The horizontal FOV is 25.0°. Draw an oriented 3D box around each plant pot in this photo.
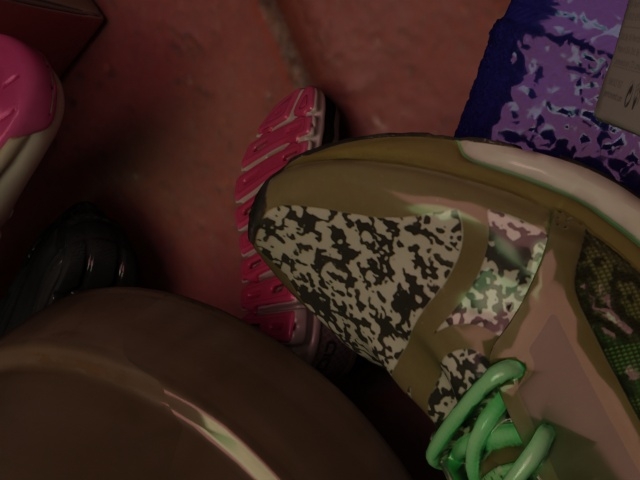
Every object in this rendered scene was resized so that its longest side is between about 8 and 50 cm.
[{"bbox_3d":[-0.136,0.222,0.666,0.323,0.280,0.323,18,123,30],"label":"plant pot"}]

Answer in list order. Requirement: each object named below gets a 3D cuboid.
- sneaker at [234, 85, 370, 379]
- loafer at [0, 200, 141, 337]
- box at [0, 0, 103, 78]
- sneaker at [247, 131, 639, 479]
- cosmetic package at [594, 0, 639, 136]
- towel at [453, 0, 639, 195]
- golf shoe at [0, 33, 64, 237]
[{"bbox_3d":[0.000,0.000,0.776,0.063,0.075,0.170,-27,54,44],"label":"sneaker"},{"bbox_3d":[-0.170,0.079,0.868,0.223,0.076,0.078,-63,28,21],"label":"loafer"},{"bbox_3d":[-0.273,-0.108,0.887,0.232,0.127,0.148,-47,69,21],"label":"box"},{"bbox_3d":[0.114,0.109,0.588,0.410,0.182,0.158,36,142,15],"label":"sneaker"},{"bbox_3d":[0.246,-0.117,0.514,0.224,0.138,0.224,14,98,-3],"label":"cosmetic package"},{"bbox_3d":[0.201,-0.104,0.659,0.228,0.076,0.308,23,101,20],"label":"towel"},{"bbox_3d":[-0.232,0.002,0.816,0.306,0.140,0.115,-40,59,24],"label":"golf shoe"}]
